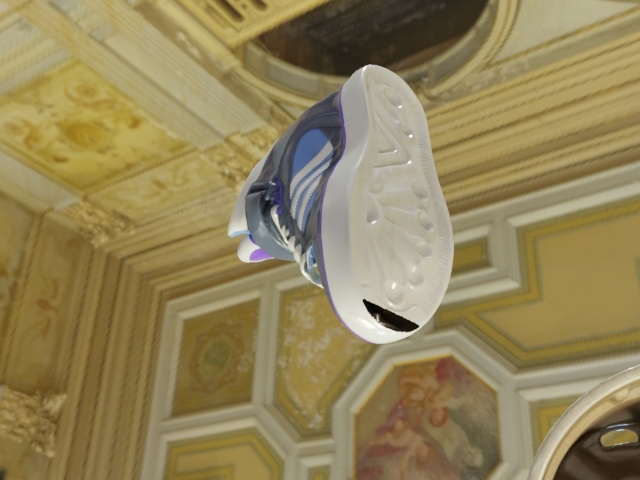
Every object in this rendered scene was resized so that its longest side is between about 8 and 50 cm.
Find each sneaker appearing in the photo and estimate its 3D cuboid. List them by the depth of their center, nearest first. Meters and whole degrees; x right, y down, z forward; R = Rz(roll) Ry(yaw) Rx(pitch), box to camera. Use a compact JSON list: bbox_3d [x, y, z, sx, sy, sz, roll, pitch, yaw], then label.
[{"bbox_3d":[0.000,0.000,0.783,0.236,0.130,0.323,-39,-145,38],"label":"sneaker"}]

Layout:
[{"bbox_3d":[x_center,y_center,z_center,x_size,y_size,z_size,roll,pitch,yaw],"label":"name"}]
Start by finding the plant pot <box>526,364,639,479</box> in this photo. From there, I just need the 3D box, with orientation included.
[{"bbox_3d":[0.360,0.298,0.830,0.334,0.305,0.334,-2,-103,7],"label":"plant pot"}]
